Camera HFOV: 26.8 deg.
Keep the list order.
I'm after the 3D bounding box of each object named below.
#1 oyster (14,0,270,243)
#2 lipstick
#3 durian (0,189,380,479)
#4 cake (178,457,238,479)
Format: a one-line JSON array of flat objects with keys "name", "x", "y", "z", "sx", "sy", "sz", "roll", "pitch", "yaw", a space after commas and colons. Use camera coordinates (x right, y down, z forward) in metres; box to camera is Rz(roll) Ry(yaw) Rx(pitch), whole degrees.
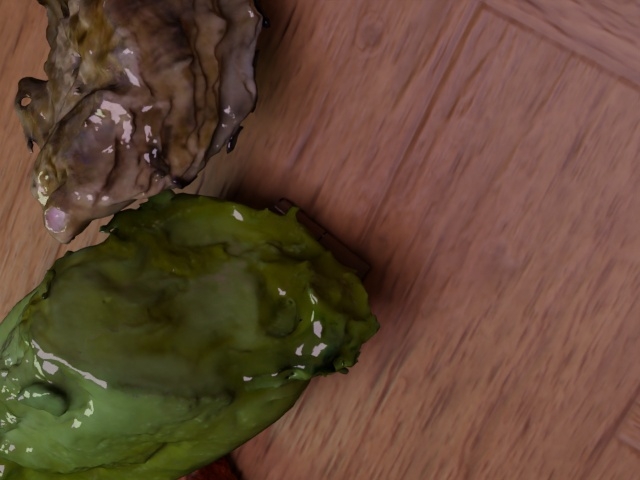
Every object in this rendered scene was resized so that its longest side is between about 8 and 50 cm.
[{"name": "oyster", "x": -0.165, "y": -0.157, "z": 1.030, "sx": 0.238, "sy": 0.115, "sz": 0.351, "roll": -9, "pitch": 65, "yaw": 27}, {"name": "lipstick", "x": 0.000, "y": 0.000, "z": 1.096, "sx": 0.094, "sy": 0.019, "sz": 0.019, "roll": 39, "pitch": 116, "yaw": 10}, {"name": "durian", "x": -0.150, "y": 0.091, "z": 1.064, "sx": 0.340, "sy": 0.256, "sz": 0.204, "roll": -39, "pitch": 59, "yaw": 42}, {"name": "cake", "x": -0.120, "y": 0.266, "z": 1.207, "sx": 0.158, "sy": 0.160, "sz": 0.262, "roll": -27, "pitch": 58, "yaw": 28}]
